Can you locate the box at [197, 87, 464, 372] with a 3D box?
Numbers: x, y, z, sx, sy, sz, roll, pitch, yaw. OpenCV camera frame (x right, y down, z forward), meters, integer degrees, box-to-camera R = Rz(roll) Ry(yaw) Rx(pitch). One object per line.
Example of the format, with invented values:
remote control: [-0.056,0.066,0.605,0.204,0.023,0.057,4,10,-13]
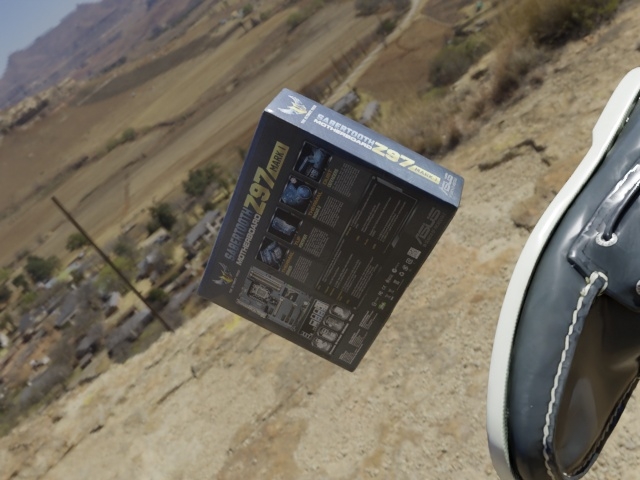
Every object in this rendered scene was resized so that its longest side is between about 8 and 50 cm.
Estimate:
box: [0.000,0.000,0.637,0.232,0.183,0.059,-65,-1,36]

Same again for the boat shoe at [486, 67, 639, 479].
boat shoe: [0.220,0.015,0.440,0.113,0.127,0.340,7,52,46]
